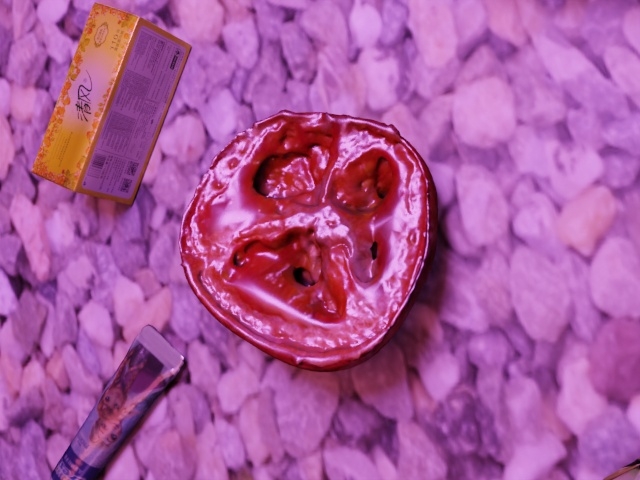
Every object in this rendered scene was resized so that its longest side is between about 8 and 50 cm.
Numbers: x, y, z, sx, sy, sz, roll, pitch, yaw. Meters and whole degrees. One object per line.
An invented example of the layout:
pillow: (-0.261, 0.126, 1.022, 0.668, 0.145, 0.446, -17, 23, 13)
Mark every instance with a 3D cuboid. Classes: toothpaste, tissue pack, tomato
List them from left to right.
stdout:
toothpaste: (-0.211, 0.184, 0.942, 0.062, 0.037, 0.216, 37, 95, 24)
tissue pack: (-0.203, -0.131, 0.938, 0.062, 0.095, 0.176, 22, 94, 25)
tomato: (0.002, 0.002, 0.836, 0.227, 0.101, 0.228, -3, 79, 16)

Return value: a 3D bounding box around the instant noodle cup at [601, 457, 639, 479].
instant noodle cup: (0.256, 0.249, 0.636, 0.240, 0.240, 0.178, -35, 79, 16)
